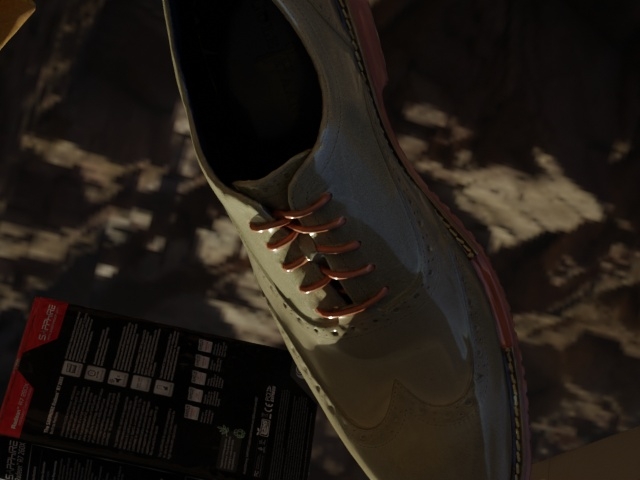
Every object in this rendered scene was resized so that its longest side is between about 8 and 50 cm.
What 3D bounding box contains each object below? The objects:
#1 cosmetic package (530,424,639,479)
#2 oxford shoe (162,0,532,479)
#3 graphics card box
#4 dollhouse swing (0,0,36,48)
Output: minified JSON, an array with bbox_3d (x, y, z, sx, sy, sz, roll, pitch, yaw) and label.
[{"bbox_3d":[0.289,0.206,1.264,0.238,0.107,0.127,-21,-168,13],"label":"cosmetic package"},{"bbox_3d":[0.000,0.000,0.916,0.140,0.146,0.397,-26,-93,22],"label":"oxford shoe"},{"bbox_3d":[-0.190,0.210,1.896,0.233,0.370,0.094,-84,-174,-48],"label":"graphics card box"},{"bbox_3d":[-0.461,-0.137,1.080,0.315,0.347,0.305,32,-85,41],"label":"dollhouse swing"}]
